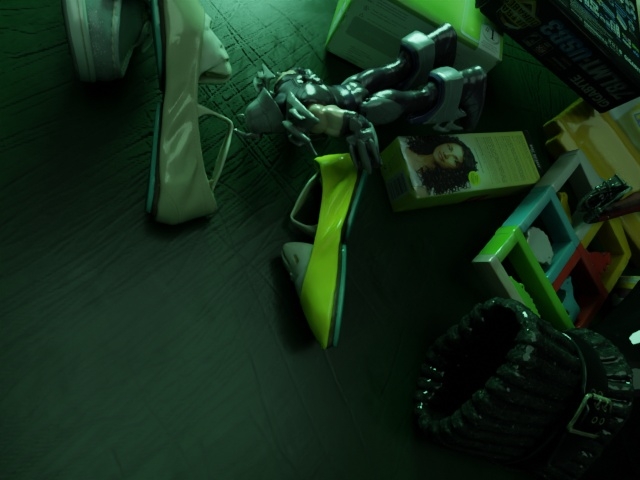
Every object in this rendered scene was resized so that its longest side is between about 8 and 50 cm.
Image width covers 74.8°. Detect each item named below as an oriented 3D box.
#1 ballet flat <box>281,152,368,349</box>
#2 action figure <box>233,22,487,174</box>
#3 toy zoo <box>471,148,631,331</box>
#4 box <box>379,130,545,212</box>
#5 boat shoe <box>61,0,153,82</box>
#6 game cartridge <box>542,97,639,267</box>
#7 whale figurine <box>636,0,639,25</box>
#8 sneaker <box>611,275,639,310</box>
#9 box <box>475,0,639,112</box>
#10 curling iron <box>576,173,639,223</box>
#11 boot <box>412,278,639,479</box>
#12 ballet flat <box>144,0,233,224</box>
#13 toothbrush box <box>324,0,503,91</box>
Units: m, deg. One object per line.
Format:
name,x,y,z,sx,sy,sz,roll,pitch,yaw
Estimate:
ballet flat,0.000,0.000,0.455,0.077,0.077,0.230,11,64,4
action figure,0.043,-0.152,0.465,0.285,0.099,0.185,-18,56,-17
toy zoo,0.338,0.009,0.572,0.293,0.030,0.192,-42,106,-24
box,0.196,-0.096,0.569,0.233,0.058,0.087,-10,78,-26
boat shoe,-0.190,-0.300,0.447,0.103,0.118,0.320,10,62,-15
game cartridge,0.565,-0.160,0.682,0.324,0.052,0.285,-36,89,-6
whale figurine,0.619,-0.354,0.800,0.216,0.141,0.272,-33,109,9
sneaker,0.509,0.109,0.633,0.186,0.070,0.083,15,83,-17
box,0.351,-0.378,0.605,0.296,0.073,0.293,20,66,-26
curling iron,0.465,-0.063,0.590,0.274,0.068,0.035,-7,53,-25
boot,0.285,0.110,0.442,0.260,0.131,0.347,32,89,-11
ballet flat,-0.125,-0.139,0.405,0.086,0.086,0.248,1,100,-22
toothbrush box,0.148,-0.367,0.605,0.206,0.122,0.283,22,64,-16
